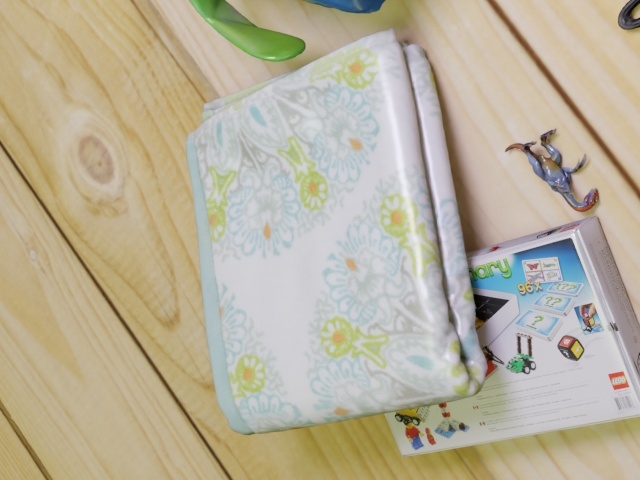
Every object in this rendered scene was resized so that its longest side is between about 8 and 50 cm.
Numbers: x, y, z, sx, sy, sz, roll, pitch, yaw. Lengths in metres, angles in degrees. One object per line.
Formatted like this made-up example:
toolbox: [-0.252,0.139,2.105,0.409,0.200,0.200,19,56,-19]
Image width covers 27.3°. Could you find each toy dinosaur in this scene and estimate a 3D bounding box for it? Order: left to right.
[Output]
toy dinosaur: [0.229,-0.064,1.263,0.082,0.047,0.090,62,167,-10]

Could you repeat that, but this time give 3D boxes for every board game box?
board game box: [0.176,0.106,1.344,0.305,0.053,0.193,-17,97,40]

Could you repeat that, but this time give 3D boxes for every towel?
towel: [0.000,0.000,1.369,0.321,0.090,0.374,-18,78,43]

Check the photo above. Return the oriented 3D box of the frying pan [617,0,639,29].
frying pan: [0.358,-0.289,1.045,0.326,0.053,0.197,-7,102,38]

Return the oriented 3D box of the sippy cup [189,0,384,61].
sippy cup: [-0.019,-0.327,1.237,0.224,0.240,0.305,27,163,17]
